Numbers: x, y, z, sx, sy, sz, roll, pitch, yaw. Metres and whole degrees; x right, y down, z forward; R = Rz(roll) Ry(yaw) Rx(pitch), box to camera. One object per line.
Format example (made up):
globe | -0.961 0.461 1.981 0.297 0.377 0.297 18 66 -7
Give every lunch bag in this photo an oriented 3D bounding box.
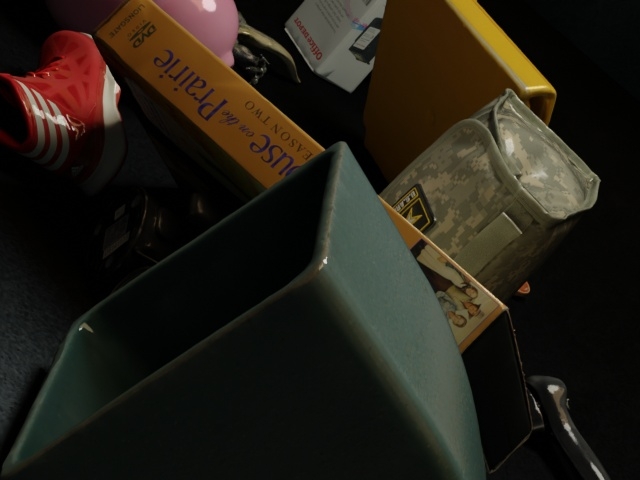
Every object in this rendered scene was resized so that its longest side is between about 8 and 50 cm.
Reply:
lunch bag | 0.133 -0.003 1.740 0.169 0.235 0.287 44 19 -2

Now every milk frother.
milk frother | -0.110 0.044 1.427 0.135 0.129 0.143 29 65 -28

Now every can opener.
can opener | 0.244 0.207 1.774 0.186 0.073 0.059 57 -14 33

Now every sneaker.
sneaker | -0.246 -0.140 1.573 0.128 0.087 0.221 28 21 -34

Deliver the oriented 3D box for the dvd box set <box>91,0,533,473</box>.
dvd box set | 0.000 0.000 1.498 0.420 0.062 0.307 42 -10 23

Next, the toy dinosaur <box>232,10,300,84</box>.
toy dinosaur | -0.107 -0.250 2.125 0.268 0.064 0.118 33 13 -28

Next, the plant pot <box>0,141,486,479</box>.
plant pot | -0.016 0.131 1.173 0.252 0.248 0.247 52 15 -14

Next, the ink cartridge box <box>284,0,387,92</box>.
ink cartridge box | 0.049 -0.303 2.356 0.072 0.175 0.127 27 23 -40

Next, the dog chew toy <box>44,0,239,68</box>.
dog chew toy | -0.214 -0.289 1.818 0.332 0.206 0.206 48 19 -2

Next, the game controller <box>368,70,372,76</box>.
game controller | 0.176 -0.205 2.537 0.319 0.067 0.166 36 19 -8

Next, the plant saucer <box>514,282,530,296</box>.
plant saucer | 0.216 0.039 2.144 0.083 0.013 0.083 35 19 -14

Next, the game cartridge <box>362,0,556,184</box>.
game cartridge | 0.147 -0.143 2.036 0.053 0.285 0.323 -6 40 -22
